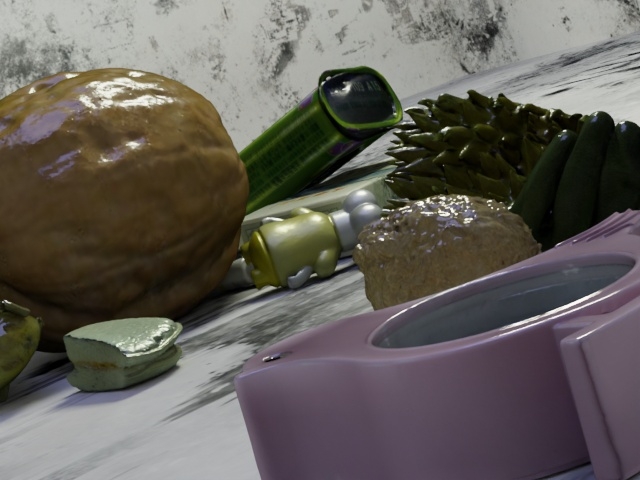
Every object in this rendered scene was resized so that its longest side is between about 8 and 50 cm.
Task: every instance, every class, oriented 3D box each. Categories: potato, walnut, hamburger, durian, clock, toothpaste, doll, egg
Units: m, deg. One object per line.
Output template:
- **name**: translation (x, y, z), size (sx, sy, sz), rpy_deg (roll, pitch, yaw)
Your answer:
- **potato**: translation (-0.332, 0.108, 1.617), size (0.225, 0.090, 0.117), rpy_deg (-16, 43, 58)
- **walnut**: translation (-0.235, -0.039, 1.781), size (0.344, 0.306, 0.306), rpy_deg (-17, 5, -38)
- **hamburger**: translation (-0.167, 0.098, 1.505), size (0.084, 0.054, 0.121), rpy_deg (-18, 8, -36)
- **durian**: translation (0.196, -0.040, 1.603), size (0.394, 0.163, 0.198), rpy_deg (-6, -25, 43)
- **clock**: translation (0.117, 0.058, 0.978), size (0.275, 0.080, 0.290), rpy_deg (-12, 9, 38)
- **toothpaste**: translation (-0.133, 0.050, 1.873), size (0.190, 0.031, 0.048), rpy_deg (-18, 11, 29)
- **doll**: translation (0.000, 0.000, 1.755), size (0.162, 0.062, 0.106), rpy_deg (-20, 46, -5)
- **egg**: translation (0.088, 0.021, 1.179), size (0.140, 0.118, 0.116), rpy_deg (-23, 18, 45)

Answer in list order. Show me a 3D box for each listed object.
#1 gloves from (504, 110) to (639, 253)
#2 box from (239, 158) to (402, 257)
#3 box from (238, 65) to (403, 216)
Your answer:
- **gloves**: translation (0.182, -0.011, 1.252), size (0.135, 0.107, 0.268), rpy_deg (-12, -13, -24)
- **box**: translation (0.039, -0.038, 1.949), size (0.164, 0.069, 0.256), rpy_deg (-13, 8, 35)
- **box**: translation (-0.055, -0.091, 2.087), size (0.345, 0.097, 0.134), rpy_deg (-36, -6, 42)
